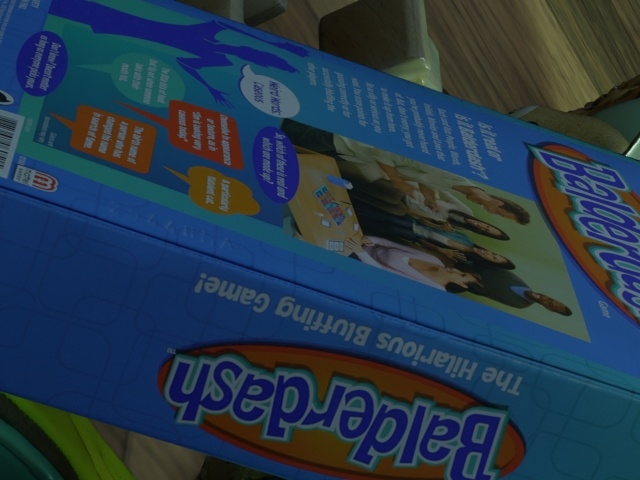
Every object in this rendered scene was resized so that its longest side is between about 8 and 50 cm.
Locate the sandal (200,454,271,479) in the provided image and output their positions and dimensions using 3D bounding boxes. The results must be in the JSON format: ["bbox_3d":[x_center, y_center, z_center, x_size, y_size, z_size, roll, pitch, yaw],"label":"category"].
[{"bbox_3d":[-0.003,0.091,0.582,0.079,0.088,0.240,34,-18,26],"label":"sandal"}]

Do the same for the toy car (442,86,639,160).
[{"bbox_3d":[0.093,-0.036,0.917,0.149,0.188,0.155,67,20,-2],"label":"toy car"}]

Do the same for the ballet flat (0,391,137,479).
[{"bbox_3d":[-0.083,0.073,0.526,0.231,0.077,0.077,58,16,-45],"label":"ballet flat"}]

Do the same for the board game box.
[{"bbox_3d":[0.000,0.000,0.468,0.210,0.047,0.160,18,23,-10],"label":"board game box"}]

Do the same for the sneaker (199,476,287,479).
[{"bbox_3d":[0.068,0.107,0.792,0.300,0.111,0.121,-18,97,-49],"label":"sneaker"}]

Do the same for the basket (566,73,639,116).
[{"bbox_3d":[0.327,-0.026,1.351,0.223,0.299,0.213,59,20,-17],"label":"basket"}]

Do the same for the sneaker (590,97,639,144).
[{"bbox_3d":[0.138,0.084,1.017,0.135,0.150,0.366,45,53,-33],"label":"sneaker"}]

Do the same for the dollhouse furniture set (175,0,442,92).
[{"bbox_3d":[0.056,-0.221,0.775,0.174,0.355,0.303,48,28,-42],"label":"dollhouse furniture set"}]
